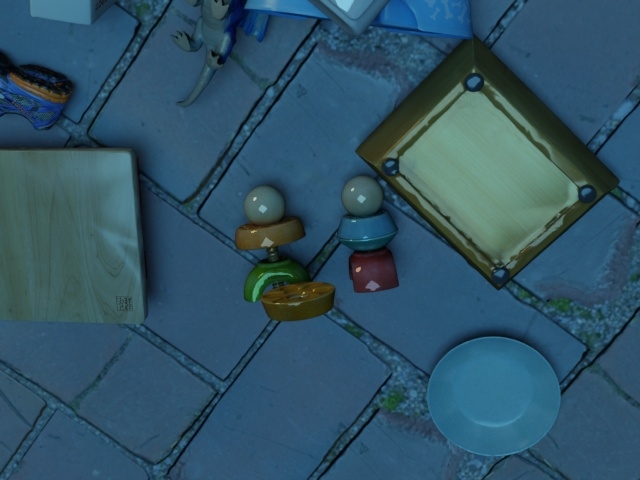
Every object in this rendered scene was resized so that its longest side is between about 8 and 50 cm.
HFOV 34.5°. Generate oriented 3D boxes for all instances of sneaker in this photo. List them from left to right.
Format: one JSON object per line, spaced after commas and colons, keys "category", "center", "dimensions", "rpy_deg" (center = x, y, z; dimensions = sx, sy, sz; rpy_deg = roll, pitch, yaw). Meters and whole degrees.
{"category": "sneaker", "center": [-0.468, -0.219, 1.470], "dimensions": [0.221, 0.083, 0.087], "rpy_deg": [23, 117, 4]}

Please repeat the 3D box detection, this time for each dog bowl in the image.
{"category": "dog bowl", "center": [0.054, -0.309, 1.307], "dimensions": [0.297, 0.166, 0.074], "rpy_deg": [4, 100, -12]}

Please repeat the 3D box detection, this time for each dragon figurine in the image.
{"category": "dragon figurine", "center": [-0.122, -0.303, 1.379], "dimensions": [0.085, 0.144, 0.289], "rpy_deg": [28, 135, 16]}

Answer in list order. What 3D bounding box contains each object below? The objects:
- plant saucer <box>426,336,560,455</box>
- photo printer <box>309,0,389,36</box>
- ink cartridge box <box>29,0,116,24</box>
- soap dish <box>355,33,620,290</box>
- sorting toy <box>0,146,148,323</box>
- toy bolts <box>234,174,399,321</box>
{"category": "plant saucer", "center": [0.256, 0.226, 1.531], "dimensions": [0.195, 0.037, 0.194], "rpy_deg": [2, 108, 6]}
{"category": "photo printer", "center": [0.043, -0.426, 1.160], "dimensions": [0.256, 0.107, 0.307], "rpy_deg": [40, 91, -4]}
{"category": "ink cartridge box", "center": [-0.311, -0.402, 1.331], "dimensions": [0.087, 0.153, 0.208], "rpy_deg": [11, 123, 4]}
{"category": "soap dish", "center": [0.225, -0.095, 1.393], "dimensions": [0.291, 0.118, 0.229], "rpy_deg": [43, 108, -8]}
{"category": "sorting toy", "center": [-0.379, -0.016, 1.514], "dimensions": [0.256, 0.089, 0.257], "rpy_deg": [1, 108, 8]}
{"category": "toy bolts", "center": [0.000, 0.000, 1.421], "dimensions": [0.229, 0.218, 0.158], "rpy_deg": [-10, 102, -7]}
